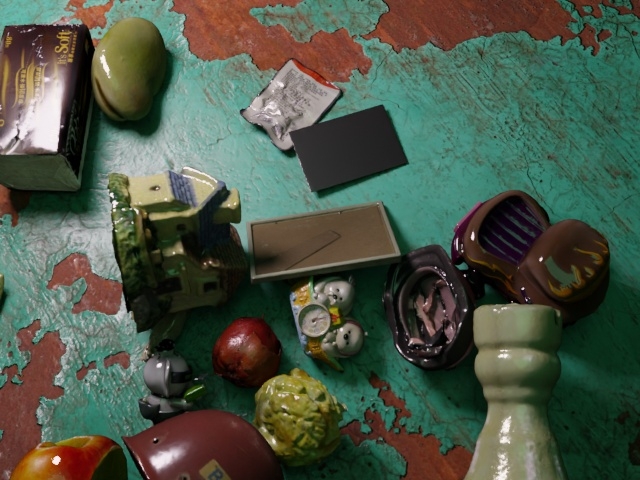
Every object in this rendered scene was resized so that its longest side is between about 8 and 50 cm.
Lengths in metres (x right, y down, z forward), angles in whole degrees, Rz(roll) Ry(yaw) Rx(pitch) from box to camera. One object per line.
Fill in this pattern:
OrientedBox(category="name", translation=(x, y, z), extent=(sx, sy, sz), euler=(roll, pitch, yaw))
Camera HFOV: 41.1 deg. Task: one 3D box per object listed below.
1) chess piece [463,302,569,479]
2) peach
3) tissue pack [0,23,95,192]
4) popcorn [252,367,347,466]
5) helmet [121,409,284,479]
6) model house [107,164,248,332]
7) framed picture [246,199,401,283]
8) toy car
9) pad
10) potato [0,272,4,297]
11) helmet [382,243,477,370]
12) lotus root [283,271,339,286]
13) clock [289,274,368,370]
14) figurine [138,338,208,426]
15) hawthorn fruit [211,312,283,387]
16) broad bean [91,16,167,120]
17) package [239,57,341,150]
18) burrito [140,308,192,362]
OrientedBox(category="chess piece", translation=(0.378, 0.347, 1.628), extent=(0.234, 0.234, 0.442), euler=(3, 78, 3))
OrientedBox(category="peach", translation=(-0.485, 0.520, 1.639), extent=(0.245, 0.248, 0.275), euler=(-14, 78, 33))
OrientedBox(category="tissue pack", translation=(-0.644, -0.315, 1.998), extent=(0.209, 0.198, 0.370), euler=(-1, 66, 4))
OrientedBox(category="popcorn", translation=(-0.043, 0.348, 1.724), extent=(0.197, 0.212, 0.198), euler=(0, 111, 1))
OrientedBox(category="helmet", translation=(-0.180, 0.462, 1.592), extent=(0.230, 0.337, 0.385), euler=(-36, 90, -19))
OrientedBox(category="model house", translation=(-0.287, 0.014, 1.771), extent=(0.266, 0.321, 0.261), euler=(-10, 46, -11))
OrientedBox(category="framed picture", translation=(0.000, 0.000, 1.875), extent=(0.324, 0.020, 0.240), euler=(-10, 33, -3))
OrientedBox(category="toy car", translation=(0.447, 0.031, 1.797), extent=(0.340, 0.240, 0.271), euler=(40, 72, 13))
OrientedBox(category="pad", translation=(0.066, -0.219, 2.023), extent=(0.245, 0.006, 0.170), euler=(-18, 72, -10))
OrientedBox(category="potato", translation=(-0.786, 0.124, 1.903), extent=(0.149, 0.081, 0.120), euler=(13, 36, 24))
OrientedBox(category="helmet", translation=(0.248, 0.154, 1.803), extent=(0.198, 0.154, 0.253), euler=(-24, 51, 34))
OrientedBox(category="lotus root", translation=(-0.008, 0.061, 1.885), extent=(0.165, 0.088, 0.088), euler=(-16, 68, -12))
OrientedBox(category="clock", translation=(0.019, 0.166, 1.816), extent=(0.144, 0.103, 0.231), euler=(-13, 92, 4))
OrientedBox(category="figurine", translation=(-0.315, 0.298, 1.763), extent=(0.126, 0.147, 0.193), euler=(-5, 101, -29))
OrientedBox(category="hawthorn fruit", translation=(-0.147, 0.226, 1.794), extent=(0.148, 0.148, 0.172), euler=(19, 53, 9))
OrientedBox(category="broad bean", translation=(-0.463, -0.415, 2.059), extent=(0.121, 0.189, 0.263), euler=(-9, 59, 42))
OrientedBox(category="package", translation=(-0.075, -0.329, 2.075), extent=(0.166, 0.040, 0.232), euler=(36, 67, 8))
OrientedBox(category="burrito", translation=(-0.329, 0.188, 1.861), extent=(0.058, 0.045, 0.188), euler=(27, 67, -1))
